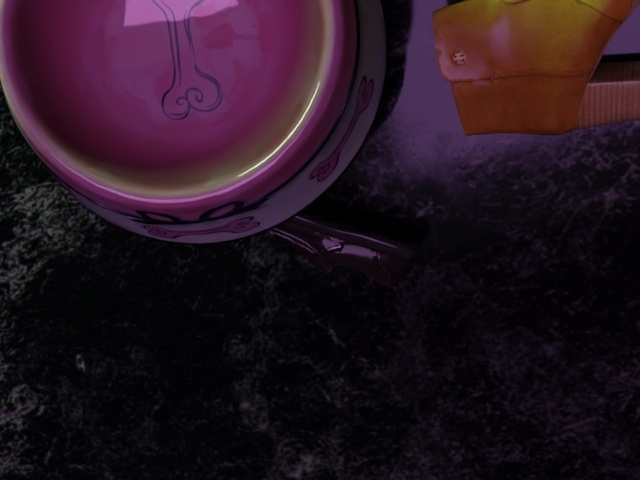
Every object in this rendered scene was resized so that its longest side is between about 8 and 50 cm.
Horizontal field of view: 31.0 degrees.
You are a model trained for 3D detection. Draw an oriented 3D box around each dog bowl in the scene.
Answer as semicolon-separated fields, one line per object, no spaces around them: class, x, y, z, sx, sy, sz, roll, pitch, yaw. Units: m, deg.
dog bowl;-0.138;-0.198;1.156;0.408;0.150;0.408;0;90;6

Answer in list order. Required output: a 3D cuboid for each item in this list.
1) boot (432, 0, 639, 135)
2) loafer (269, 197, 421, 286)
boot;0.214;-0.240;1.141;0.211;0.104;0.295;-1;116;16
loafer;0.000;0.000;1.305;0.220;0.080;0.078;20;113;7
